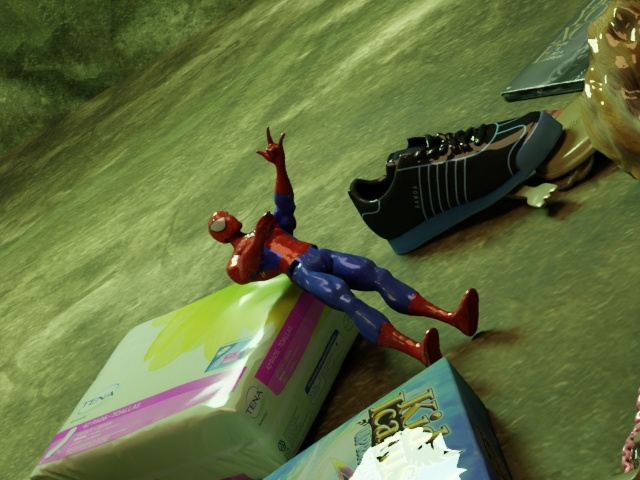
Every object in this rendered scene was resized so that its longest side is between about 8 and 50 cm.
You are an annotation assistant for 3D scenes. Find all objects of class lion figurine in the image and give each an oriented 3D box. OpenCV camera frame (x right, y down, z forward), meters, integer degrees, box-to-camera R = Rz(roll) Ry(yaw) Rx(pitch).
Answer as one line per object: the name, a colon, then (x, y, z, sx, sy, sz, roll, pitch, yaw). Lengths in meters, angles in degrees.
lion figurine: (0.366, -0.226, 1.113, 0.392, 0.142, 0.240, -37, 57, 0)

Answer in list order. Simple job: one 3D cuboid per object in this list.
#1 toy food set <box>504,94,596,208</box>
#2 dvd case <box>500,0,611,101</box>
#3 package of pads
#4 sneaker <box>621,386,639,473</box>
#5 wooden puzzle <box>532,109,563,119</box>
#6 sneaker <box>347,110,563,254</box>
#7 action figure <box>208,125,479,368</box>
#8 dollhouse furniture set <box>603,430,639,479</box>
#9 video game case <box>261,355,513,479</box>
toy food set: (0.260, -0.100, 1.247, 0.192, 0.038, 0.132, -51, 15, -4)
dvd case: (0.323, -0.241, 1.472, 0.221, 0.018, 0.164, -45, 20, -21)
package of pads: (-0.118, 0.146, 1.243, 0.296, 0.101, 0.229, -23, 24, 36)
sneaker: (0.220, 0.126, 0.785, 0.057, 0.047, 0.119, -12, 31, 30)
wooden puzzle: (0.231, -0.122, 1.381, 0.049, 0.006, 0.083, -43, 20, -15)
sneaker: (0.129, -0.073, 1.289, 0.232, 0.090, 0.081, -35, 18, 31)
action figure: (0.000, 0.000, 1.130, 0.280, 0.139, 0.091, 20, 44, 35)
dollhouse furniture set: (0.201, 0.195, 0.578, 0.212, 0.161, 0.242, -47, -1, -24)
video game case: (0.021, 0.220, 0.887, 0.244, 0.061, 0.269, -34, 19, 9)
